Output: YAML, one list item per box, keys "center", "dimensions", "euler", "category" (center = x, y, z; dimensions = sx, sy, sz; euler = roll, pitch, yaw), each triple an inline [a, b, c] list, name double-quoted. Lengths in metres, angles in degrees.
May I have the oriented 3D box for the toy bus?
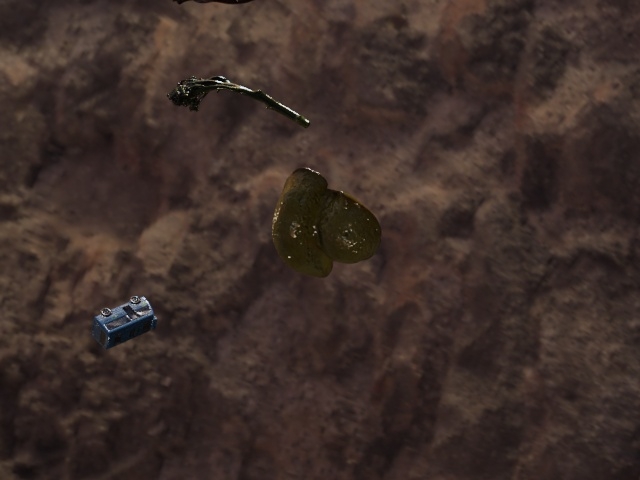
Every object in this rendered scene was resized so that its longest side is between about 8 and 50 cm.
- center: [-0.260, 0.110, 1.659]
  dimensions: [0.046, 0.083, 0.038]
  euler: [44, -42, 28]
  category: "toy bus"

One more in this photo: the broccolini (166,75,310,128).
- center: [-0.106, -0.187, 1.654]
  dimensions: [0.194, 0.054, 0.052]
  euler: [10, -88, 8]
  category: "broccolini"

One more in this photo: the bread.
- center: [0.000, 0.000, 1.633]
  dimensions: [0.149, 0.187, 0.065]
  euler: [25, -132, 10]
  category: "bread"

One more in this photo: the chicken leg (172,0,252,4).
- center: [-0.024, -0.355, 1.465]
  dimensions: [0.407, 0.158, 0.096]
  euler: [-8, -88, 42]
  category: "chicken leg"
